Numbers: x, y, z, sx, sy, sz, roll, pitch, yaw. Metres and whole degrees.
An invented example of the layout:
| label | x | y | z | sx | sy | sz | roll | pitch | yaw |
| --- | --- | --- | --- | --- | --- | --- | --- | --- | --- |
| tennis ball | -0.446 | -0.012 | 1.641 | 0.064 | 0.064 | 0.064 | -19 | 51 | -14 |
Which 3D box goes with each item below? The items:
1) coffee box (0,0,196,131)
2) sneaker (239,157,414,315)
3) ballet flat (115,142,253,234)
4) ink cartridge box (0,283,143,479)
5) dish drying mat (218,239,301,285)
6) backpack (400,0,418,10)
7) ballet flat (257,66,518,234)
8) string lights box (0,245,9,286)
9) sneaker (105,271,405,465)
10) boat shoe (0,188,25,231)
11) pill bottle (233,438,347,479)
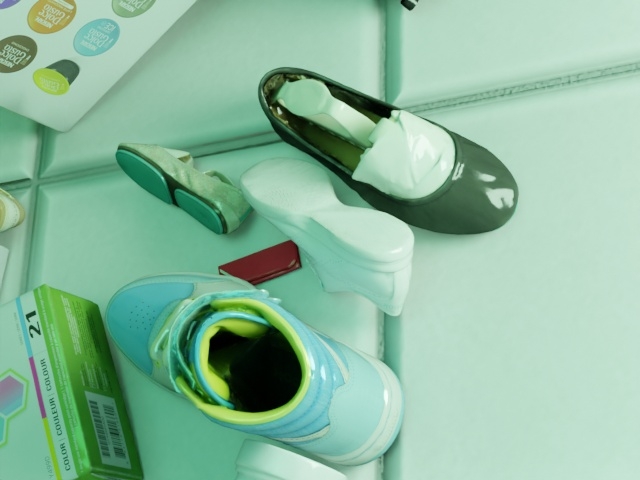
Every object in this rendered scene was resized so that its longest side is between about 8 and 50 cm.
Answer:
| label | x | y | z | sx | sy | sz | roll | pitch | yaw |
| --- | --- | --- | --- | --- | --- | --- | --- | --- | --- |
| coffee box | -0.321 | -0.374 | 1.399 | 0.334 | 0.337 | 0.338 | -42 | 57 | 16 |
| sneaker | 0.000 | 0.000 | 1.258 | 0.080 | 0.094 | 0.212 | -27 | 42 | -27 |
| ballet flat | -0.131 | -0.057 | 1.372 | 0.168 | 0.057 | 0.052 | 34 | 59 | 30 |
| ink cartridge box | -0.316 | 0.182 | 1.319 | 0.255 | 0.097 | 0.189 | -25 | 67 | 16 |
| dish drying mat | -0.058 | 0.025 | 1.317 | 0.083 | 0.008 | 0.032 | -20 | 61 | 19 |
| backpack | 0.044 | -0.320 | 1.347 | 0.182 | 0.115 | 0.152 | 17 | 80 | 34 |
| ballet flat | 0.046 | -0.084 | 1.257 | 0.280 | 0.096 | 0.095 | 27 | 84 | 33 |
| string lights box | -0.465 | 0.061 | 1.468 | 0.259 | 0.077 | 0.133 | -1 | 70 | 27 |
| sneaker | -0.097 | 0.081 | 1.192 | 0.319 | 0.208 | 0.127 | 18 | 82 | 31 |
| boat shoe | -0.388 | -0.042 | 1.485 | 0.170 | 0.059 | 0.063 | 21 | 98 | 26 |
| pill bottle | -0.065 | 0.299 | 1.122 | 0.146 | 0.146 | 0.264 | 14 | 77 | 31 |
